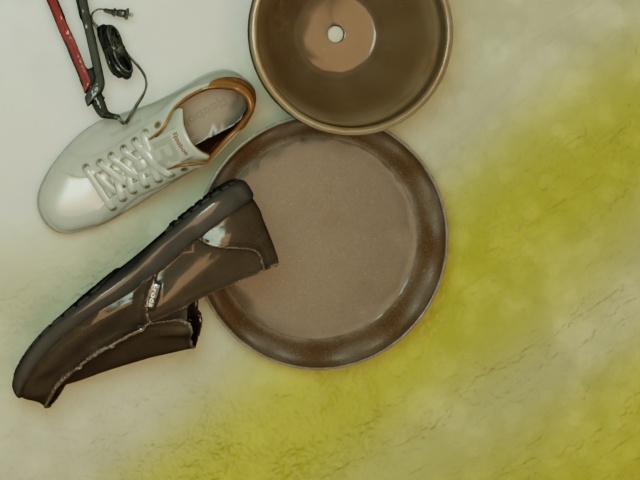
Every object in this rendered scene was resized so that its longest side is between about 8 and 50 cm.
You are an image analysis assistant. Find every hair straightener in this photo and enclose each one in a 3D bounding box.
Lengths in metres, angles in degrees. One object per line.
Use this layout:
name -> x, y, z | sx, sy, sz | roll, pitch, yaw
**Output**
hair straightener -> -0.253, -0.241, 1.753 | 0.089, 0.047, 0.230 | -21, 83, -8

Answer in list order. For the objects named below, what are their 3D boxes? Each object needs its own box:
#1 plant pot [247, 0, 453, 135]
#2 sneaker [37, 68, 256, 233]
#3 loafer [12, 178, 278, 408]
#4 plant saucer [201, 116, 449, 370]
plant pot -> 0.027, -0.243, 1.798 | 0.237, 0.110, 0.237 | -2, 98, -11
sneaker -> -0.202, -0.105, 1.769 | 0.290, 0.123, 0.106 | -36, 104, -3
loafer -> -0.197, 0.086, 1.757 | 0.366, 0.134, 0.130 | -39, 95, 11
plant saucer -> 0.000, 0.000, 1.857 | 0.310, 0.050, 0.311 | -1, 98, -10
